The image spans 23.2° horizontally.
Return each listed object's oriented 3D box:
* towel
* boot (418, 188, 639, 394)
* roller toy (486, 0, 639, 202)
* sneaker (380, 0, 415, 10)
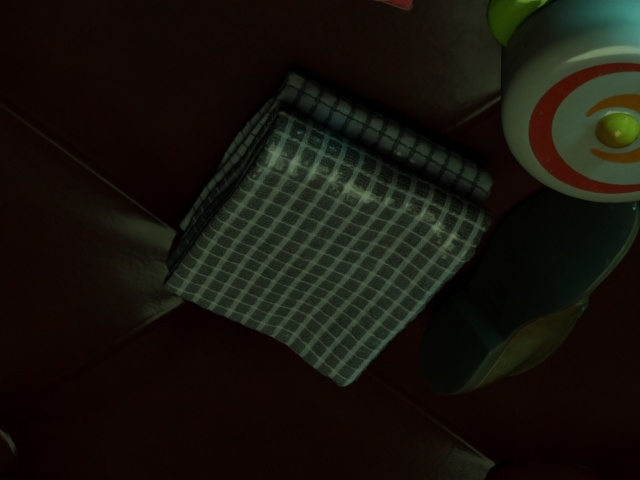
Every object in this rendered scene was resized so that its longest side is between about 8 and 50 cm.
[{"bbox_3d":[0.000,0.000,1.493,0.235,0.121,0.284,24,134,-15],"label":"towel"},{"bbox_3d":[0.225,0.043,1.546,0.115,0.112,0.305,2,142,-40],"label":"boot"},{"bbox_3d":[0.249,-0.132,1.299,0.209,0.146,0.191,-4,136,11],"label":"roller toy"},{"bbox_3d":[0.018,-0.233,1.215,0.313,0.116,0.136,-9,117,26],"label":"sneaker"}]
